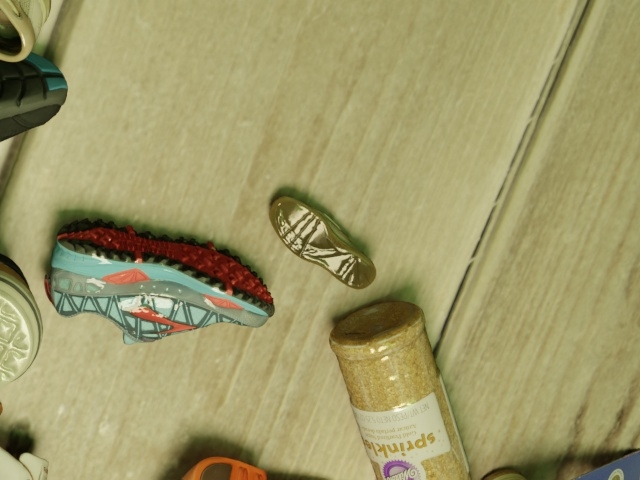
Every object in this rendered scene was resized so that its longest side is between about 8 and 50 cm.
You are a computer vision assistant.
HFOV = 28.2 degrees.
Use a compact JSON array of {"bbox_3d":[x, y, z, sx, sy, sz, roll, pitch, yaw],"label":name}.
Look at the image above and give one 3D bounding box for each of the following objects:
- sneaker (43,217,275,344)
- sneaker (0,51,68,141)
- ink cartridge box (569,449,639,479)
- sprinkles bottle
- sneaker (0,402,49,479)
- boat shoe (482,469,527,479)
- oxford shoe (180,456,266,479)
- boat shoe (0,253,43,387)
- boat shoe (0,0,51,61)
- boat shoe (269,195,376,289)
[{"bbox_3d":[-0.183,0.061,1.445,0.261,0.104,0.125,16,116,-16],"label":"sneaker"},{"bbox_3d":[-0.425,-0.102,1.320,0.340,0.125,0.140,-19,136,-15],"label":"sneaker"},{"bbox_3d":[0.338,0.467,1.639,0.324,0.071,0.330,-11,111,-45],"label":"ink cartridge box"},{"bbox_3d":[0.115,0.254,1.561,0.121,0.121,0.355,-22,109,-11],"label":"sprinkles bottle"},{"bbox_3d":[-0.337,0.306,1.391,0.123,0.106,0.290,-22,77,-18],"label":"sneaker"},{"bbox_3d":[0.250,0.446,1.670,0.104,0.089,0.285,-11,108,-15],"label":"boat shoe"},{"bbox_3d":[-0.047,0.373,1.564,0.363,0.130,0.132,31,127,-29],"label":"oxford shoe"},{"bbox_3d":[-0.529,0.116,1.313,0.500,0.156,0.187,-14,113,-1],"label":"boat shoe"},{"bbox_3d":[-0.401,-0.290,1.252,0.109,0.098,0.302,-37,119,26],"label":"boat shoe"},{"bbox_3d":[0.002,-0.001,1.504,0.153,0.048,0.056,35,104,-16],"label":"boat shoe"}]
